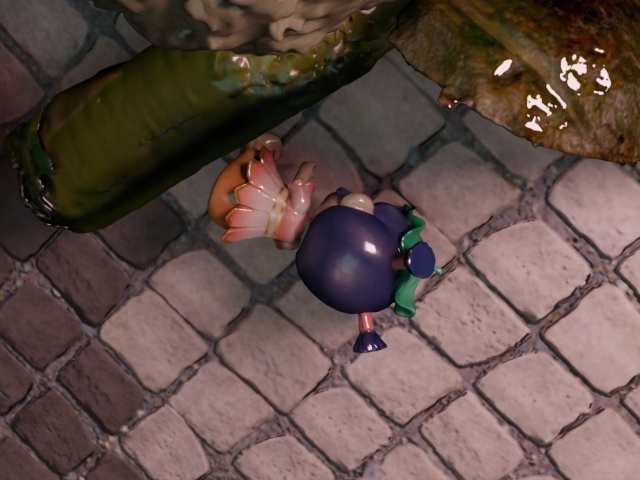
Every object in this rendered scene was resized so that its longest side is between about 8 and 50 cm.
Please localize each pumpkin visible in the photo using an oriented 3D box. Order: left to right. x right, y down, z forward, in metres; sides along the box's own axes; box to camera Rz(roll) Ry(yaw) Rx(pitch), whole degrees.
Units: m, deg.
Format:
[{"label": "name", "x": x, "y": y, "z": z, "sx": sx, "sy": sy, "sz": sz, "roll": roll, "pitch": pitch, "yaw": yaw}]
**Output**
[{"label": "pumpkin", "x": 0.191, "y": -0.117, "z": 1.279, "sx": 0.278, "sy": 0.163, "sz": 0.111, "roll": 26, "pitch": 119, "yaw": -5}]

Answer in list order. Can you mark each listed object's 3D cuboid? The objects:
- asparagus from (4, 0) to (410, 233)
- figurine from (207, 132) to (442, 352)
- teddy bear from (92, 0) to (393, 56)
[{"label": "asparagus", "x": -0.077, "y": -0.124, "z": 1.454, "sx": 0.382, "sy": 0.128, "sz": 0.108, "roll": -27, "pitch": 61, "yaw": 33}, {"label": "figurine", "x": 0.000, "y": 0.000, "z": 1.495, "sx": 0.195, "sy": 0.102, "sz": 0.111, "roll": 25, "pitch": 128, "yaw": 11}, {"label": "teddy bear", "x": 0.004, "y": -0.239, "z": 1.192, "sx": 0.357, "sy": 0.367, "sz": 0.225, "roll": -20, "pitch": 91, "yaw": 23}]
